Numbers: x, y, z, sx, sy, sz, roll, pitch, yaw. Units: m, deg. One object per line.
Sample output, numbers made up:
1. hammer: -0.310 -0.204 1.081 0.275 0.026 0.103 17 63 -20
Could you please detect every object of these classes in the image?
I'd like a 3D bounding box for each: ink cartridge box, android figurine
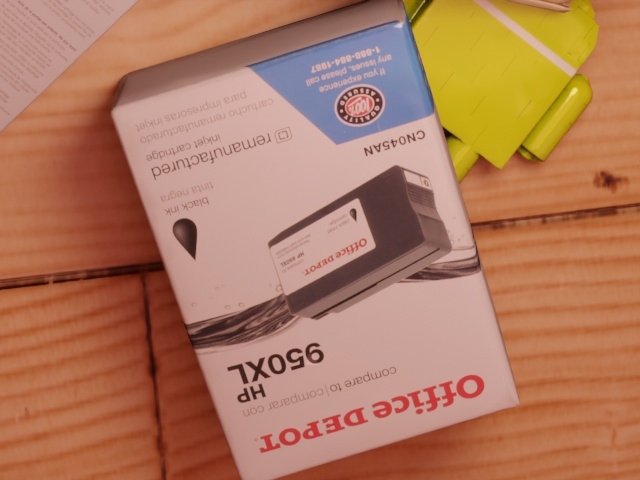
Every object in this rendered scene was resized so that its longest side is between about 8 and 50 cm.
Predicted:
1. ink cartridge box: 0.000 0.000 1.831 0.286 0.166 0.394 -17 107 4
2. ink cartridge box: -0.303 -0.208 1.727 0.371 0.069 0.176 -40 119 16
3. android figurine: 0.163 -0.188 1.911 0.248 0.056 0.273 34 95 -17

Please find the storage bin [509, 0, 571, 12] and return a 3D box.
1. storage bin: 0.169 -0.365 1.757 0.262 0.123 0.260 5 79 -39
